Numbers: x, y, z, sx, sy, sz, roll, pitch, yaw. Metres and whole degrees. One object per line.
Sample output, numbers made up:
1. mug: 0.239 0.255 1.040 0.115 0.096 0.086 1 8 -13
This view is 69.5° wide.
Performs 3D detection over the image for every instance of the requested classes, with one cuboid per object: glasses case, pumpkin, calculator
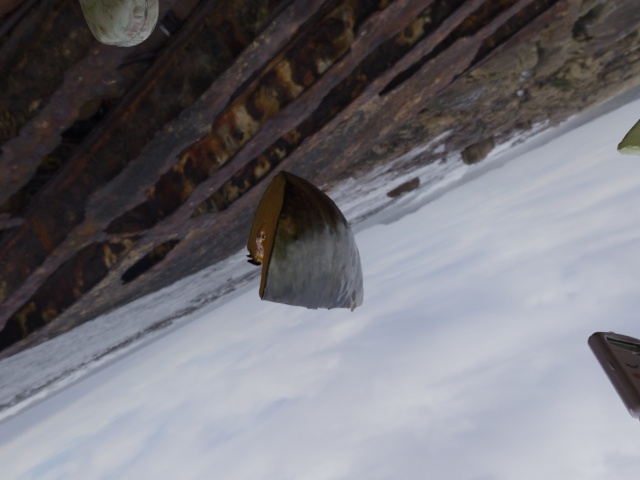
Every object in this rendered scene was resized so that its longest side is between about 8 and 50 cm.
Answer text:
1. glasses case: -0.346 -0.524 0.709 0.156 0.425 0.098 -5 -170 39
2. pumpkin: 0.000 0.000 0.613 0.169 0.148 0.312 15 -172 -13
3. calculator: 0.444 0.190 0.637 0.175 0.100 0.032 -87 -169 -56

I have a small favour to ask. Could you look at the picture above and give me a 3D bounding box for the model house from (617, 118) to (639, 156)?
1. model house: 0.342 -0.094 0.140 0.261 0.321 0.266 -61 161 0
